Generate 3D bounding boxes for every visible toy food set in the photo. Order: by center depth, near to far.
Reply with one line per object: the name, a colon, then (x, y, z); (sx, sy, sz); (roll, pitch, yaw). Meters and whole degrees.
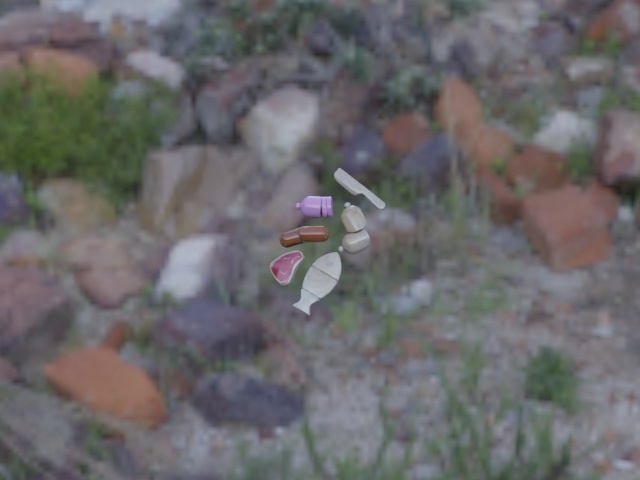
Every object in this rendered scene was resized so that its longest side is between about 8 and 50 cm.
toy food set: (0.000, 0.000, 1.598); (0.078, 0.122, 0.019); (39, -5, 14)
